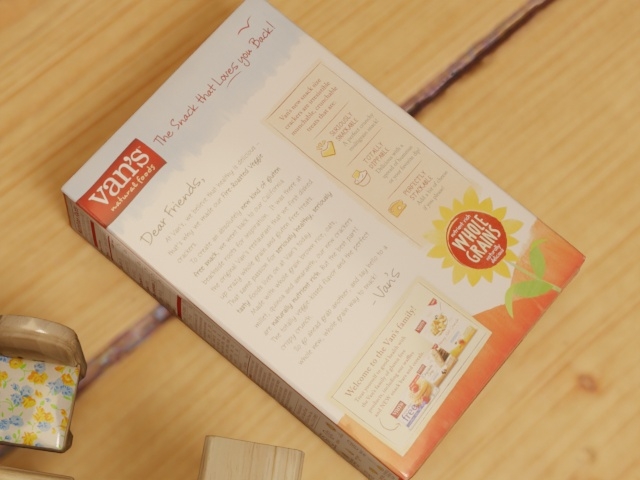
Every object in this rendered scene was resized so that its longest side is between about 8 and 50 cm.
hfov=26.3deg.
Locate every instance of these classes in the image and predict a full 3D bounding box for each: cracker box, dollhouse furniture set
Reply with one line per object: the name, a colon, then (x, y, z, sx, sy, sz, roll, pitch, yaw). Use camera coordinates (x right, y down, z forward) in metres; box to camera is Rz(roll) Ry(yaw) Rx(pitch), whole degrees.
cracker box: (0.000, 0.000, 0.732, 0.232, 0.067, 0.156, 40, 73, 7)
dollhouse furniture set: (-0.139, 0.140, 0.626, 0.242, 0.161, 0.212, 9, 72, -2)
